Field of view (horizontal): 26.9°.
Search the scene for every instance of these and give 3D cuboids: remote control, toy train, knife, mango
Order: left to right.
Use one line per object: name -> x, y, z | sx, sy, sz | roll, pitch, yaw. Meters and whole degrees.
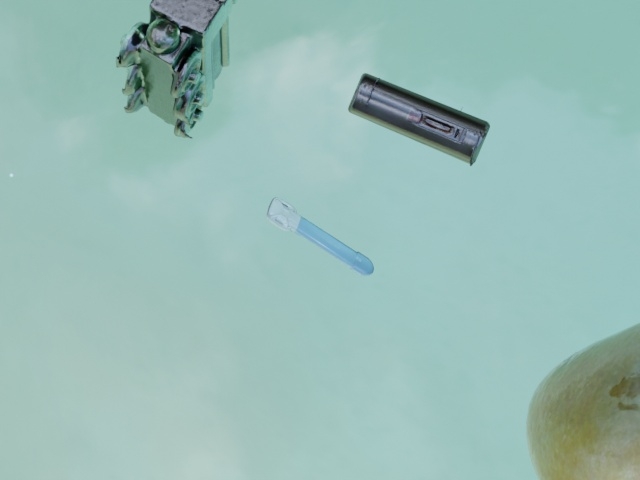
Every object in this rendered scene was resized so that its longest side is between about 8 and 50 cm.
toy train -> -0.112, -0.154, 1.098 | 0.071, 0.170, 0.111 | 29, 74, 5
knife -> 0.000, 0.000, 1.013 | 0.096, 0.010, 0.027 | 32, 42, -13
remote control -> 0.064, -0.080, 0.872 | 0.091, 0.016, 0.034 | 22, 95, 2
mango -> 0.299, 0.147, 0.994 | 0.199, 0.384, 0.221 | 37, 71, -31
